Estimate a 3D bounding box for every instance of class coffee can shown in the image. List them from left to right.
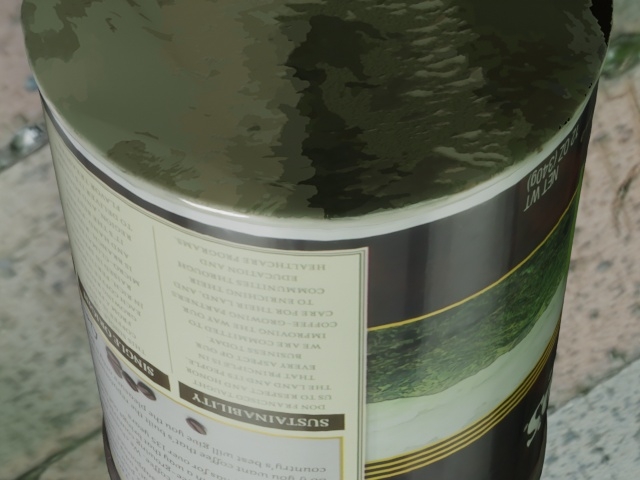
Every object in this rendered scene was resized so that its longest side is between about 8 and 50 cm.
[{"bbox_3d":[0.000,0.000,0.702,0.202,0.201,0.275,-19,144,-13],"label":"coffee can"}]
